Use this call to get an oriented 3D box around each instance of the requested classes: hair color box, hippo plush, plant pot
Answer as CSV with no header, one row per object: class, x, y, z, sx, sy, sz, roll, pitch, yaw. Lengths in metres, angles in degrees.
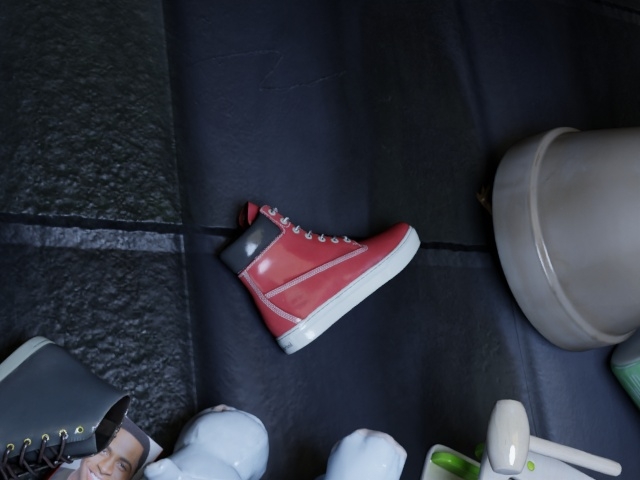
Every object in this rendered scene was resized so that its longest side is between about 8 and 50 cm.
hair color box,-0.227,0.238,0.871,0.072,0.043,0.141,44,53,-8
hippo plush,-0.069,0.298,0.882,0.236,0.234,0.294,19,40,10
plant pot,0.440,-0.030,1.217,0.323,0.280,0.323,17,64,-40

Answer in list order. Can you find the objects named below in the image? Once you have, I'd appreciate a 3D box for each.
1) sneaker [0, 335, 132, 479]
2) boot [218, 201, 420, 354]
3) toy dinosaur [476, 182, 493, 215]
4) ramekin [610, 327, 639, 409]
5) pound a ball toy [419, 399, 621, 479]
sneaker,-0.276,0.190,0.808,0.118,0.083,0.222,24,52,15
boot,0.000,0.000,1.089,0.244,0.088,0.176,-35,89,-33
toy dinosaur,0.284,-0.032,1.292,0.112,0.064,0.211,27,59,-22
ramekin,0.556,0.148,1.250,0.303,0.303,0.148,-36,84,-37
pound a ball toy,0.259,0.323,1.040,0.319,0.208,0.136,30,57,-19
